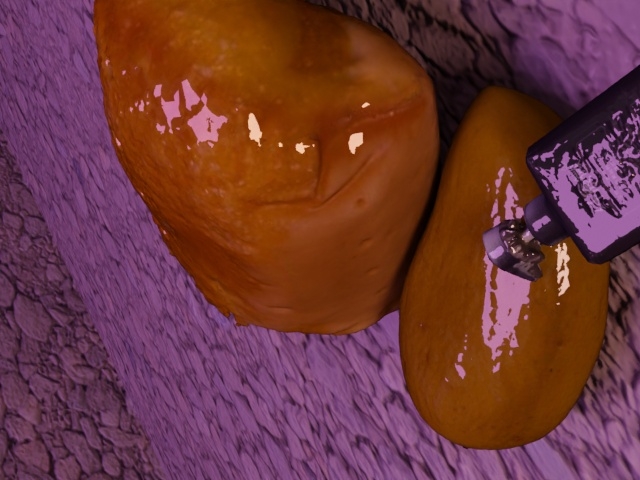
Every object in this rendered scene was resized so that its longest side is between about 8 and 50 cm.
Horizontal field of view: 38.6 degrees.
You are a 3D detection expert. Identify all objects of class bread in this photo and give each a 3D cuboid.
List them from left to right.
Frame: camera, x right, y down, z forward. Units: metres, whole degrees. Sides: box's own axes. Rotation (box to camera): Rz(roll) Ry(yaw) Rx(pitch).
[{"bbox_3d":[-0.071,-0.103,0.867,0.361,0.250,0.394,44,167,24],"label":"bread"}]

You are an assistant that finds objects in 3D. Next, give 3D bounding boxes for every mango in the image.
[{"bbox_3d":[0.163,0.044,0.803,0.195,0.142,0.331,41,133,39],"label":"mango"}]

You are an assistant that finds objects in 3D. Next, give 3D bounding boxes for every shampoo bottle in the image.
[{"bbox_3d":[0.225,-0.064,0.603,0.309,0.071,0.098,-39,76,41],"label":"shampoo bottle"}]
